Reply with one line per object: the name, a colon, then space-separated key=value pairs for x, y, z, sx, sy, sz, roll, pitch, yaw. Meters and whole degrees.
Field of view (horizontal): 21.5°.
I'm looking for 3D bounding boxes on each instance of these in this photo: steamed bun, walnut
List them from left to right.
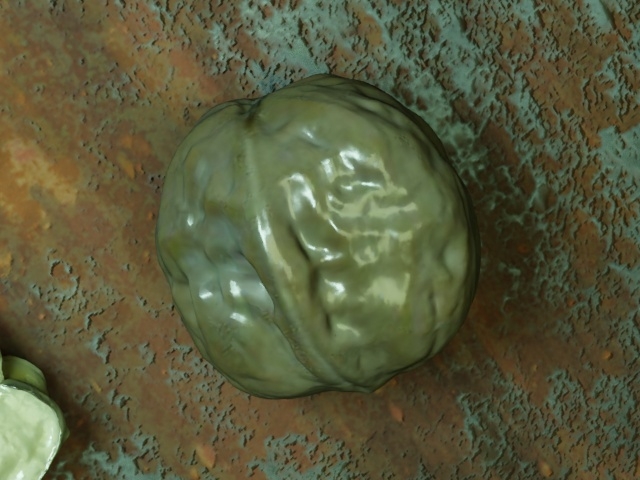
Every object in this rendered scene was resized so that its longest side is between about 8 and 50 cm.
steamed bun: x=-0.319 y=0.155 z=1.386 sx=0.177 sy=0.106 sz=0.192 roll=40 pitch=80 yaw=-17
walnut: x=-0.003 y=0.001 z=1.382 sx=0.273 sy=0.227 sz=0.273 roll=-2 pitch=100 yaw=-13
